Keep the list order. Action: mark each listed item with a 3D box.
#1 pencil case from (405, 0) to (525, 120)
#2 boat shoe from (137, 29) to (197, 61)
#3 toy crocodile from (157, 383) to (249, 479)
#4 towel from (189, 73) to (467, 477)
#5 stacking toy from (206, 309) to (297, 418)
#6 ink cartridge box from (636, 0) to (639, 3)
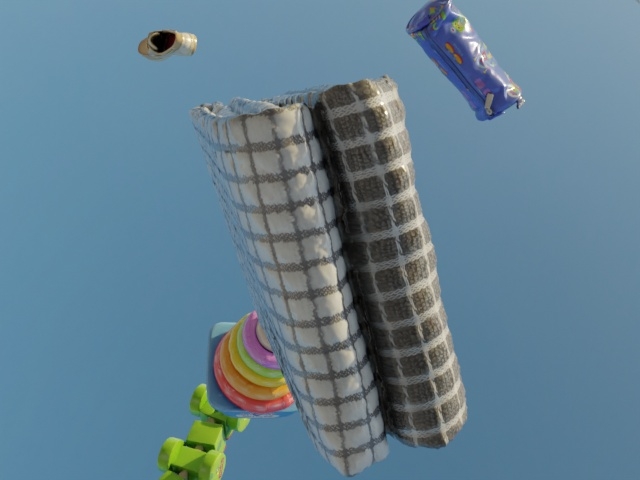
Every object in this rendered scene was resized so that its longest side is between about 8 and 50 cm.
[{"bbox_3d":[0.322,-0.398,1.513,0.119,0.306,0.133,-29,-156,37],"label":"pencil case"},{"bbox_3d":[-0.331,-0.411,1.410,0.170,0.059,0.063,5,-91,39],"label":"boat shoe"},{"bbox_3d":[-0.217,0.385,1.318,0.115,0.105,0.340,12,-140,15],"label":"toy crocodile"},{"bbox_3d":[0.000,0.000,0.510,0.121,0.235,0.283,-18,-165,-9],"label":"towel"},{"bbox_3d":[-0.071,0.155,1.046,0.175,0.302,0.166,4,-121,-16],"label":"stacking toy"},{"bbox_3d":[0.581,-0.479,1.147,0.203,0.148,0.086,43,-101,10],"label":"ink cartridge box"}]
